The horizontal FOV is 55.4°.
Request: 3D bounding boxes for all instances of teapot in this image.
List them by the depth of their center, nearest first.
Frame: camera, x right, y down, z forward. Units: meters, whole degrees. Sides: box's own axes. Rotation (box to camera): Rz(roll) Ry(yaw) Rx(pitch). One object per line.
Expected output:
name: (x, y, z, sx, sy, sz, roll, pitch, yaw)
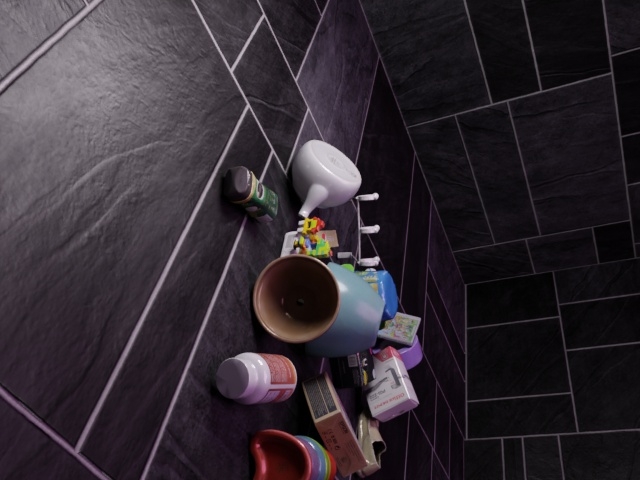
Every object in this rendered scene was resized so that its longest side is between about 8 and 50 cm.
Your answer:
teapot: (-0.003, -0.197, 2.021, 0.256, 0.187, 0.253, 3, 45, -49)

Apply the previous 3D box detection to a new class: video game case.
video game case: (0.291, 0.341, 2.446, 0.212, 0.193, 0.023, -47, 147, -63)

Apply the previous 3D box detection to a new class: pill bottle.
pill bottle: (-0.154, 0.332, 1.468, 0.216, 0.121, 0.121, 27, 55, -62)

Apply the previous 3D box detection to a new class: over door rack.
over door rack: (0.140, -0.044, 2.121, 0.324, 0.108, 0.240, -163, -108, -77)

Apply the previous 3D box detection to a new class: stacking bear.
stacking bear: (-0.047, 0.586, 1.572, 0.289, 0.164, 0.176, 44, 41, -61)

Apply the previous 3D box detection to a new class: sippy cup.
sippy cup: (0.140, 0.202, 2.099, 0.305, 0.224, 0.240, 6, 73, -66)

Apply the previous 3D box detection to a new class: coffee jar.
coffee jar: (-0.189, -0.124, 1.658, 0.184, 0.079, 0.096, 43, 44, -56)

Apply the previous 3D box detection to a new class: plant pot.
plant pot: (-0.061, 0.164, 1.665, 0.110, 0.237, 0.238, 73, 11, -76)
plant pot: (0.086, 0.229, 1.846, 0.290, 0.195, 0.290, 14, 90, -83)

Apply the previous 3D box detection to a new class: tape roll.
tape roll: (0.305, 0.442, 2.423, 0.189, 0.188, 0.080, -51, 126, -62)

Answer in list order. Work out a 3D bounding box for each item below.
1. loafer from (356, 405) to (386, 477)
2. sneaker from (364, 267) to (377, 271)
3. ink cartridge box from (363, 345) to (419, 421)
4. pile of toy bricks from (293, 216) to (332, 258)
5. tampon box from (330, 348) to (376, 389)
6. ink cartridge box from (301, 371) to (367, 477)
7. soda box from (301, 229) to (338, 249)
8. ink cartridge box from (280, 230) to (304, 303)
loafer: (0.183, 0.701, 2.132, 0.269, 0.092, 0.102, -77, 147, -46)
sneaker: (0.170, 0.178, 2.359, 0.240, 0.091, 0.126, -78, 148, -42)
ink cartridge box: (0.236, 0.515, 2.184, 0.092, 0.158, 0.218, 41, 23, -50)
pile of toy bricks: (-0.014, 0.035, 1.828, 0.118, 0.105, 0.212, 63, 26, -42)
tampon box: (0.113, 0.432, 2.083, 0.161, 0.101, 0.121, 3, 78, -67)
ink cartridge box: (0.039, 0.534, 1.780, 0.193, 0.088, 0.235, -118, -177, -63)
soda box: (0.000, 0.000, 2.080, 0.181, 0.058, 0.061, -4, 83, -67)
ink cartridge box: (-0.062, 0.111, 1.899, 0.225, 0.056, 0.181, 65, 25, -43)
